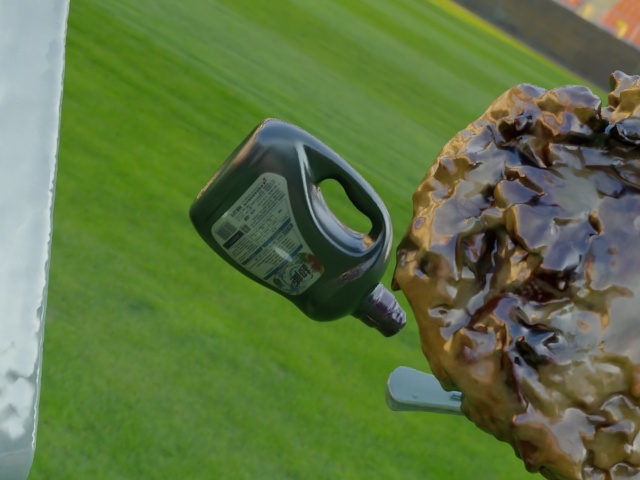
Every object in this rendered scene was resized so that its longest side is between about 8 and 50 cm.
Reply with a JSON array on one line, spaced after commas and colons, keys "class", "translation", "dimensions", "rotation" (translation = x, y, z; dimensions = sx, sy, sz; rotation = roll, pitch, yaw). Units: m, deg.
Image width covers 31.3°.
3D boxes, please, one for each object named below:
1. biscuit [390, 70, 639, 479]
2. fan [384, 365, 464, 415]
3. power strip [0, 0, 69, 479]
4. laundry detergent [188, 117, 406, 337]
[{"class": "biscuit", "translation": [0.214, 0.030, 0.715], "dimensions": [0.334, 0.289, 0.081], "rotation": [31, -17, 9]}, {"class": "fan", "translation": [0.145, 0.127, 0.876], "dimensions": [0.193, 0.016, 0.038], "rotation": [10, 49, -3]}, {"class": "power strip", "translation": [-0.232, -0.014, 0.473], "dimensions": [0.261, 0.229, 0.141], "rotation": [-2, -8, 43]}, {"class": "laundry detergent", "translation": [0.000, 0.000, 1.032], "dimensions": [0.222, 0.144, 0.078], "rotation": [39, 20, -9]}]
